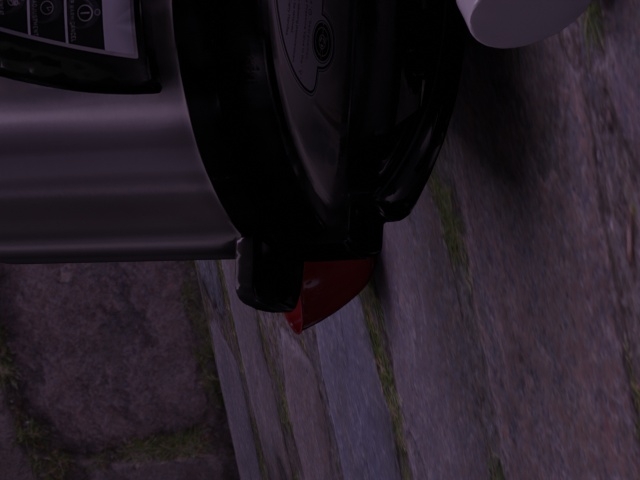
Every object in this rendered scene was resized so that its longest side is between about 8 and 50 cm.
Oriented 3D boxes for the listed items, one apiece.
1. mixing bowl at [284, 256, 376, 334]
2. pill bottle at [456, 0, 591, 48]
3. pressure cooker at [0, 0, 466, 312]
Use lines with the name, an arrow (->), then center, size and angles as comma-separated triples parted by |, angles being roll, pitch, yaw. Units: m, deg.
mixing bowl -> 0.000, 0.000, 1.945 | 0.181, 0.098, 0.181 | 167, 90, -81
pill bottle -> 0.095, -0.215, 1.119 | 0.108, 0.108, 0.193 | 94, 160, -59
pressure cooker -> -0.092, -0.169, 1.402 | 0.375, 0.420, 0.370 | -62, -35, -51
